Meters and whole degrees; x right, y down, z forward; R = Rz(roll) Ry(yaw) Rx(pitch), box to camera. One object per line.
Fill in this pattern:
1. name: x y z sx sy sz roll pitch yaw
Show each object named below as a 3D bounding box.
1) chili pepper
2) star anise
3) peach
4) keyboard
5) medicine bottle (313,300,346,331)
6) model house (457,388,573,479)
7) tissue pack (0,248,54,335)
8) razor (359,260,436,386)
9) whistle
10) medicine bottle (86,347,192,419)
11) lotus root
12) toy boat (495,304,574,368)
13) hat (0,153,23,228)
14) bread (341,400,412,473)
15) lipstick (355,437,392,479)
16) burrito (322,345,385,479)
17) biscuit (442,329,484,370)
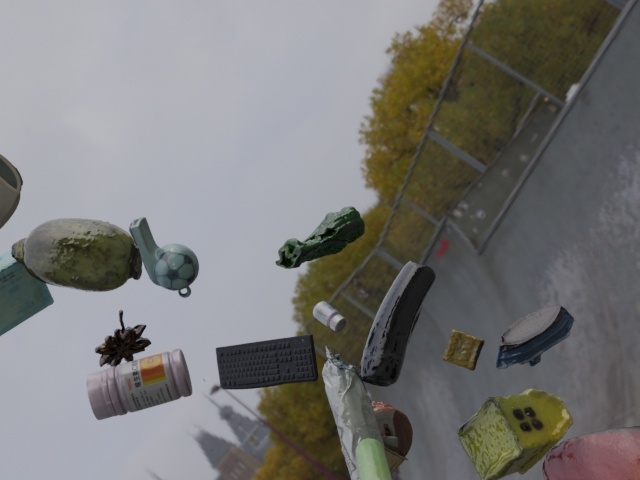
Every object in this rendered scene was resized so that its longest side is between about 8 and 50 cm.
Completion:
1. chili pepper: 0.001 -0.001 1.727 0.253 0.083 0.099 -30 -20 -42
2. star anise: -0.582 0.295 2.300 0.177 0.073 0.234 7 -51 -50
3. peach: 0.528 0.434 1.326 0.245 0.275 0.248 -63 -32 -53
4. keyboard: -0.155 0.263 1.617 0.041 0.103 0.381 -1 -10 -45
5. medicine bottle: 0.025 0.207 2.073 0.052 0.089 0.052 -30 -41 -31
6. model house: 0.500 0.485 1.889 0.234 0.174 0.193 0 -43 -26
7. tissue pack: -0.812 0.148 1.877 0.263 0.089 0.177 -37 -43 -30
8. razor: 0.201 0.222 2.032 0.204 0.113 0.349 87 -155 -74
9. whistle: -0.469 0.052 2.387 0.163 0.163 0.289 -40 -62 -46
10. medicine bottle: -0.470 0.376 1.994 0.250 0.133 0.133 -15 -20 -6
11. lotus root: -0.578 0.037 1.792 0.173 0.309 0.173 5 -90 -89
12. toy boat: 0.664 0.310 2.361 0.309 0.129 0.142 -29 -58 -15
13. hat: -0.692 -0.115 1.445 0.219 0.164 0.226 -66 -29 -62
14. bread: 0.187 0.620 2.404 0.212 0.224 0.142 -60 14 -4
15. lipstick: 0.126 0.544 1.755 0.076 0.076 0.304 -55 6 6
16. burrito: 0.096 0.498 2.095 0.101 0.445 0.139 -30 -25 31
17. biscuit: 0.336 0.258 1.794 0.018 0.081 0.083 -47 -27 -72
